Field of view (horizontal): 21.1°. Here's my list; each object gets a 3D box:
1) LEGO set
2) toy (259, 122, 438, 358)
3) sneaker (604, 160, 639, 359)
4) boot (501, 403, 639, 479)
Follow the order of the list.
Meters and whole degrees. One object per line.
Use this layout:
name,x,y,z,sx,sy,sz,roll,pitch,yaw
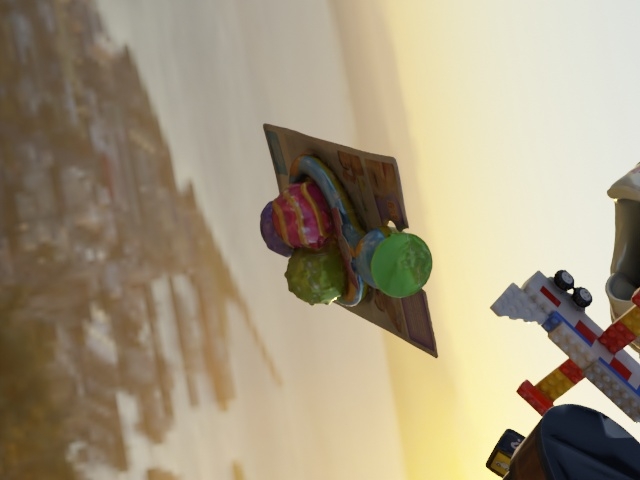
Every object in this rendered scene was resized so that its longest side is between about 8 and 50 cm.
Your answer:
LEGO set,0.195,0.105,0.953,0.060,0.244,0.182,-47,134,-48
toy,0.000,0.000,1.188,0.237,0.056,0.137,18,-55,64
sneaker,0.268,0.077,1.274,0.114,0.152,0.305,2,-74,51
boot,0.087,0.171,0.606,0.106,0.082,0.219,-55,-159,34
